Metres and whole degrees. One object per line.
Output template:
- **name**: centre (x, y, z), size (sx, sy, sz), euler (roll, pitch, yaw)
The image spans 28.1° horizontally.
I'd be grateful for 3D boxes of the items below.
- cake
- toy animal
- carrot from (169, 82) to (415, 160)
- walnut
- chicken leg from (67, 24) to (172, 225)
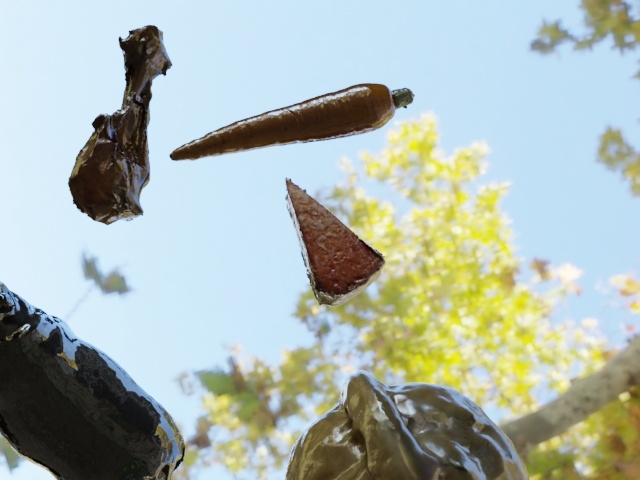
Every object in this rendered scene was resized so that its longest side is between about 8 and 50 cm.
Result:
- **cake**: centre (-0.012, 0.014, 2.025), size (0.220, 0.117, 0.086), euler (40, -21, 16)
- **toy animal**: centre (-0.248, 0.092, 1.025), size (0.343, 0.106, 0.168), euler (50, -21, -23)
- **carrot**: centre (-0.036, -0.151, 1.687), size (0.069, 0.335, 0.069), euler (165, -90, -86)
- **walnut**: centre (0.119, 0.383, 1.857), size (0.383, 0.383, 0.384), euler (31, -51, 48)
- **chicken leg**: centre (-0.272, -0.163, 1.795), size (0.093, 0.113, 0.304), euler (-17, -126, 56)
